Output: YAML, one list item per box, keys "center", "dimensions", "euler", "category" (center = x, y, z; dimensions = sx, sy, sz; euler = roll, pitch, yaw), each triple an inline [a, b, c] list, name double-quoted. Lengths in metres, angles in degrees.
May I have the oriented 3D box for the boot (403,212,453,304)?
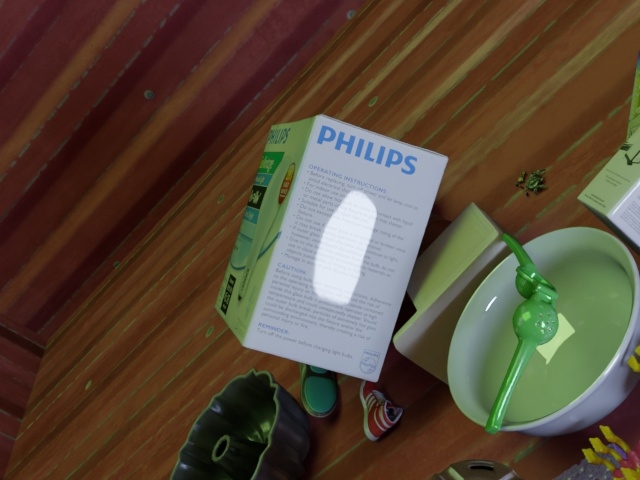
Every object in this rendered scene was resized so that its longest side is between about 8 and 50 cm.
- center: [0.162, 0.087, 1.511]
  dimensions: [0.283, 0.109, 0.220]
  euler: [-45, 29, 3]
  category: "boot"

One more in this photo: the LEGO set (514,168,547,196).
- center: [0.362, -0.104, 1.467]
  dimensions: [0.083, 0.023, 0.054]
  euler: [-2, 56, 60]
  category: "LEGO set"

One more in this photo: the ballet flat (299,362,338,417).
- center: [-0.007, 0.273, 1.611]
  dimensions: [0.213, 0.072, 0.068]
  euler: [-92, 17, -55]
  category: "ballet flat"

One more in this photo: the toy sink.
- center: [0.223, 0.085, 1.319]
  dimensions: [0.234, 0.153, 0.131]
  euler: [-49, 25, 13]
  category: "toy sink"

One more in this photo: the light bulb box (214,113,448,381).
- center: [0.000, 0.000, 1.407]
  dimensions: [0.358, 0.225, 0.361]
  euler: [-163, 90, -75]
  category: "light bulb box"

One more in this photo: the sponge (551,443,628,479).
- center: [0.324, 0.340, 0.952]
  dimensions: [0.117, 0.031, 0.210]
  euler: [-42, 26, 22]
  category: "sponge"

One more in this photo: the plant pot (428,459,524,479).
- center: [0.180, 0.348, 0.954]
  dimensions: [0.167, 0.165, 0.167]
  euler: [-8, 33, 5]
  category: "plant pot"

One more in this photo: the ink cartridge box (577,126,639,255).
- center: [0.465, -0.080, 1.102]
  dimensions: [0.203, 0.148, 0.086]
  euler: [-50, 23, 8]
  category: "ink cartridge box"

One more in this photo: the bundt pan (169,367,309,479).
- center: [-0.139, 0.413, 1.576]
  dimensions: [0.331, 0.124, 0.331]
  euler: [-41, 26, 26]
  category: "bundt pan"

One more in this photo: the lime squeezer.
- center: [0.261, 0.087, 1.067]
  dimensions: [0.110, 0.059, 0.310]
  euler: [105, 179, -51]
  category: "lime squeezer"

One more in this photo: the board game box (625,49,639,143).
- center: [0.599, -0.255, 1.215]
  dimensions: [0.317, 0.046, 0.213]
  euler: [-24, 39, 48]
  category: "board game box"

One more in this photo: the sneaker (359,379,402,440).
- center: [0.102, 0.272, 1.423]
  dimensions: [0.067, 0.042, 0.118]
  euler: [-43, 34, 32]
  category: "sneaker"

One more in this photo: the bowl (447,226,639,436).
- center: [0.318, 0.138, 1.099]
  dimensions: [0.298, 0.134, 0.298]
  euler: [-42, 27, 27]
  category: "bowl"

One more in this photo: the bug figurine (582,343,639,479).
- center: [0.374, 0.232, 0.852]
  dimensions: [0.216, 0.072, 0.279]
  euler: [-59, 19, 27]
  category: "bug figurine"
